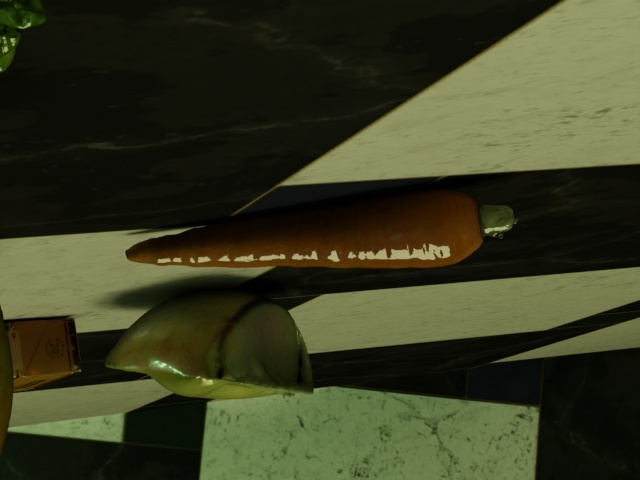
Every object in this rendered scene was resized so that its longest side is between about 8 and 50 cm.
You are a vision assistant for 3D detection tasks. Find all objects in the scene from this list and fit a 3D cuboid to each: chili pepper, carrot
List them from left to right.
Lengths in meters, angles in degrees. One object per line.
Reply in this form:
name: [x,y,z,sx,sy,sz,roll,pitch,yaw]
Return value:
chili pepper: [-0.158,-0.104,0.906,0.030,0.034,0.091,-40,-175,-25]
carrot: [0.000,0.000,1.585,0.336,0.069,0.069,-6,171,7]

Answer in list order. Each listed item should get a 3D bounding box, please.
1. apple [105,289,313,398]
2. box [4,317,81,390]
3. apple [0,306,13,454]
apple: [-0.129,0.111,2.011,0.193,0.120,0.265,2,173,24]
box: [-0.403,0.133,2.056,0.237,0.070,0.152,0,168,-31]
apple: [-0.307,0.057,0.997,0.301,0.302,0.301,-8,171,-1]
